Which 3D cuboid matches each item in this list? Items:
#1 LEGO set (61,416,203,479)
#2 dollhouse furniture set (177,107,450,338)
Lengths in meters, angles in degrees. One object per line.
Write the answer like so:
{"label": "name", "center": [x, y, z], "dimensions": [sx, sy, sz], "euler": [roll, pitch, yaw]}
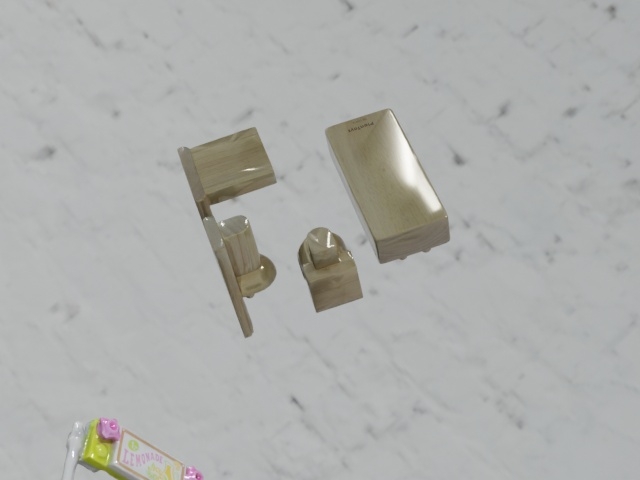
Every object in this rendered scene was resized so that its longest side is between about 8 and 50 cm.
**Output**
{"label": "LEGO set", "center": [-0.101, 0.188, 0.613], "dimensions": [0.287, 0.132, 0.107], "euler": [64, 20, -44]}
{"label": "dollhouse furniture set", "center": [0.000, 0.000, 0.839], "dimensions": [0.123, 0.151, 0.144], "euler": [76, -7, -48]}
